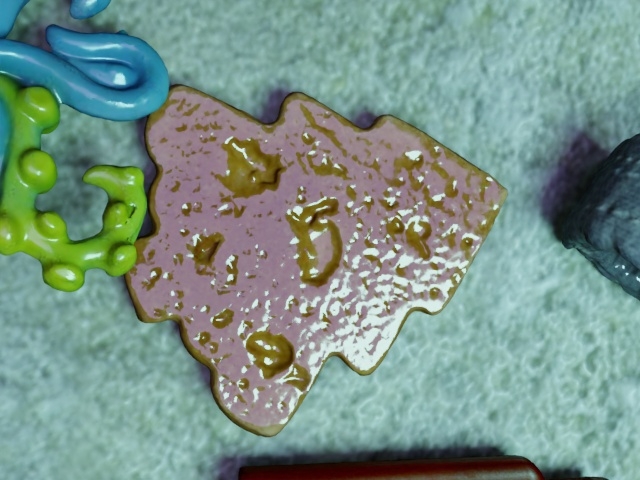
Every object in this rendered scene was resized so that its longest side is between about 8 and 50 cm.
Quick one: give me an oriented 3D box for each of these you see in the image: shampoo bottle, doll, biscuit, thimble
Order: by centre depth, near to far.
[{"bbox_3d":[-0.276,-0.105,0.457,0.346,0.099,0.341,12,74,-8],"label":"doll"},{"bbox_3d":[0.271,-0.006,0.551,0.150,0.150,0.097,35,92,-8],"label":"thimble"},{"bbox_3d":[0.000,0.000,0.558,0.307,0.043,0.283,-13,90,-7],"label":"biscuit"},{"bbox_3d":[0.086,0.234,0.564,0.315,0.076,0.118,1,89,-9],"label":"shampoo bottle"}]
